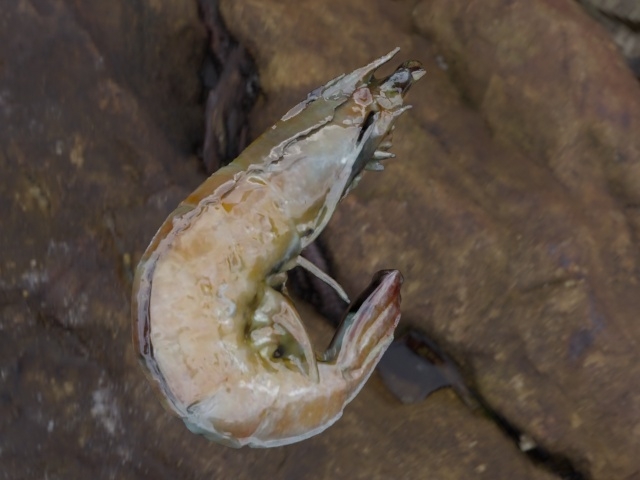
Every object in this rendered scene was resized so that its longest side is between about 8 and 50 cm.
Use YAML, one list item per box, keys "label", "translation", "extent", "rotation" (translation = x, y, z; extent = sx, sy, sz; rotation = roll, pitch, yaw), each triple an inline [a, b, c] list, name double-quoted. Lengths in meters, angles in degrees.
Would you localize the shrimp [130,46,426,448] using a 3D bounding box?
- label: "shrimp"
  translation: [-0.001, 0.000, 0.710]
  extent: [0.251, 0.052, 0.143]
  rotation: [-50, 117, -24]
